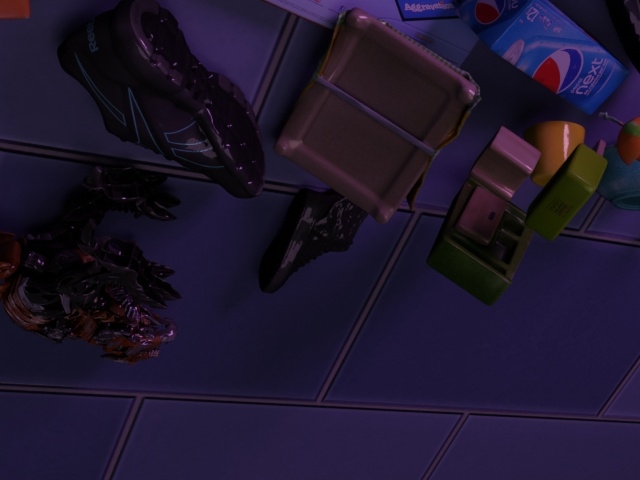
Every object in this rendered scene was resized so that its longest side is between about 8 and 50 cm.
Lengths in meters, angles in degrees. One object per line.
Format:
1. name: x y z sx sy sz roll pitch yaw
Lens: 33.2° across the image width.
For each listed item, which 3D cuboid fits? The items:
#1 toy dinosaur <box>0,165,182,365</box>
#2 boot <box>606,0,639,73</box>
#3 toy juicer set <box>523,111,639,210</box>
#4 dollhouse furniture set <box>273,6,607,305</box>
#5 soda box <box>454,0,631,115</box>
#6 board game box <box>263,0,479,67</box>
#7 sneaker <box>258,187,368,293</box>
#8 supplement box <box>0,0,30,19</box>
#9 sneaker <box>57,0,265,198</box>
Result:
1. toy dinosaur: -0.259 0.039 1.102 0.218 0.164 0.322 -29 158 25
2. boot: 0.403 -0.287 1.119 0.207 0.094 0.246 -29 127 8
3. toy juicer set: 0.406 -0.091 1.251 0.329 0.090 0.209 17 159 -42
4. dollhouse furniture set: 0.128 -0.109 1.132 0.301 0.151 0.198 34 126 1
5. soda box: 0.234 -0.205 1.112 0.210 0.071 0.067 18 120 -46
6. board game box: 0.057 -0.263 1.046 0.281 0.027 0.145 17 122 -33
7. sneaker: -0.001 -0.001 1.229 0.089 0.051 0.170 13 119 -25
8. supplement box: -0.360 -0.223 0.874 0.233 0.080 0.078 -5 128 -16
9. sneaker: -0.145 -0.129 1.051 0.106 0.101 0.267 -17 138 22
